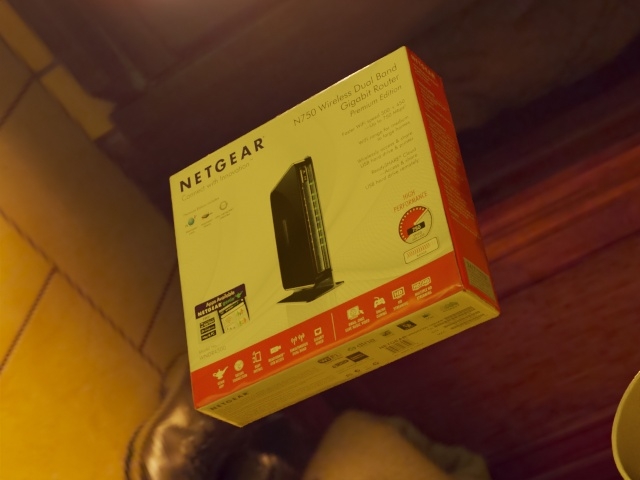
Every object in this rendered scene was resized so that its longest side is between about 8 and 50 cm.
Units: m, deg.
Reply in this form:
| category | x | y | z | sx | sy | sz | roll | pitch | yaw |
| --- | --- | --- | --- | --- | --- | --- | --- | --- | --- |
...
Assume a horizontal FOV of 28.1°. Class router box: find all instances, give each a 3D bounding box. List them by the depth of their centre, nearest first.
| category | x | y | z | sx | sy | sz | roll | pitch | yaw |
| --- | --- | --- | --- | --- | --- | --- | --- | --- | --- |
| router box | 0.000 | 0.000 | 1.370 | 0.082 | 0.335 | 0.301 | 31 | 40 | -48 |

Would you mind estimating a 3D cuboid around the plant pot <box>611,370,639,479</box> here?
| category | x | y | z | sx | sy | sz | roll | pitch | yaw |
| --- | --- | --- | --- | --- | --- | --- | --- | --- | --- |
| plant pot | 0.522 | 0.273 | 1.492 | 0.274 | 0.256 | 0.257 | 46 | 32 | -27 |
